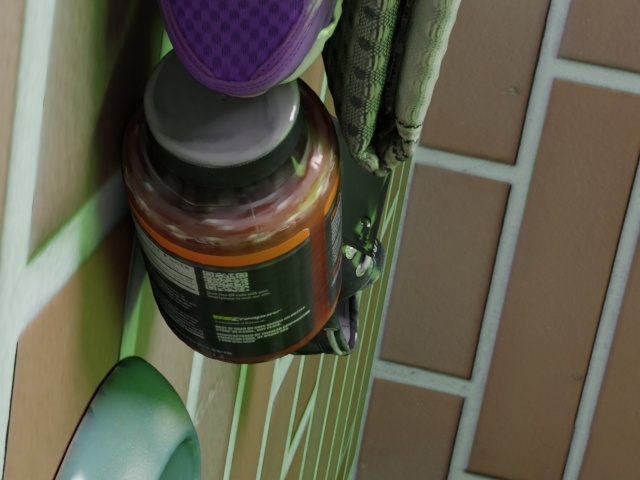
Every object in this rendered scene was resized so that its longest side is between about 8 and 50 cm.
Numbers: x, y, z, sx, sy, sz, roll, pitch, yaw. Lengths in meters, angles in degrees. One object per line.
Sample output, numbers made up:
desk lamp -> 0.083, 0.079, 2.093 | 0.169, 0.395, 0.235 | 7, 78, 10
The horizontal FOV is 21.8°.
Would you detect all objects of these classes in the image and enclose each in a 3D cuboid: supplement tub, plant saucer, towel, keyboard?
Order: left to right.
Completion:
plant saucer -> -0.118, 0.222, 0.904 | 0.317, 0.043, 0.318 | 11, 90, -84
supplement tub -> -0.041, -0.020, 0.816 | 0.198, 0.106, 0.106 | 89, 15, -64
keyboard -> -0.009, -0.034, 1.134 | 0.180, 0.023, 0.108 | 27, 73, -54
towel -> 0.030, -0.249, 0.758 | 0.324, 0.056, 0.312 | 99, -14, -47

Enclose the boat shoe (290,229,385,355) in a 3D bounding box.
boat shoe -> 0.000, 0.000, 1.269 | 0.301, 0.102, 0.108 | 93, 10, -53

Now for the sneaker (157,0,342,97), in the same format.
sneaker -> -0.039, -0.166, 0.656 | 0.104, 0.095, 0.236 | -56, 152, -63
